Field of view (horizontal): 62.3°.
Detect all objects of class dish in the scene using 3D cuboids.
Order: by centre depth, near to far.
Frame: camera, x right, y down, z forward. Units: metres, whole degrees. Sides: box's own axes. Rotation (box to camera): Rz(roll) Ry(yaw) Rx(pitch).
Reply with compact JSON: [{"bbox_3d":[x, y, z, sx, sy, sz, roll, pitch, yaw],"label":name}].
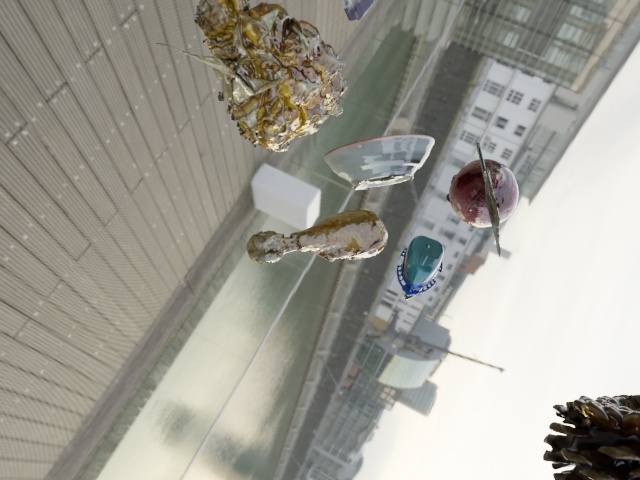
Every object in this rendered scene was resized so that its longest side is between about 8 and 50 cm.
[{"bbox_3d":[0.141,-0.172,1.237,0.260,0.260,0.086,10,73,-80],"label":"dish"}]

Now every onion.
[{"bbox_3d":[0.380,-0.119,1.213,0.160,0.159,0.195,-60,168,-18],"label":"onion"}]

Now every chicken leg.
[{"bbox_3d":[-0.001,-0.003,0.884,0.107,0.251,0.087,-16,-97,61],"label":"chicken leg"}]

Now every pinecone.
[{"bbox_3d":[0.621,0.482,1.027,0.385,0.384,0.384,-60,170,-19],"label":"pinecone"}]

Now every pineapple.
[{"bbox_3d":[-0.055,-0.232,0.787,0.334,0.161,0.158,49,54,-52],"label":"pineapple"}]

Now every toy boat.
[{"bbox_3d":[0.188,0.072,1.042,0.175,0.091,0.110,-51,160,-57],"label":"toy boat"}]

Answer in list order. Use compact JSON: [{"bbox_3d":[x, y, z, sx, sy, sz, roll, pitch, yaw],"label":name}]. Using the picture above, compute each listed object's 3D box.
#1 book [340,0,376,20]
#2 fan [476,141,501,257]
[{"bbox_3d":[0.033,-0.352,0.490,0.158,0.026,0.231,-55,138,-19],"label":"book"},{"bbox_3d":[0.310,-0.092,0.977,0.153,0.008,0.227,61,24,-54],"label":"fan"}]
